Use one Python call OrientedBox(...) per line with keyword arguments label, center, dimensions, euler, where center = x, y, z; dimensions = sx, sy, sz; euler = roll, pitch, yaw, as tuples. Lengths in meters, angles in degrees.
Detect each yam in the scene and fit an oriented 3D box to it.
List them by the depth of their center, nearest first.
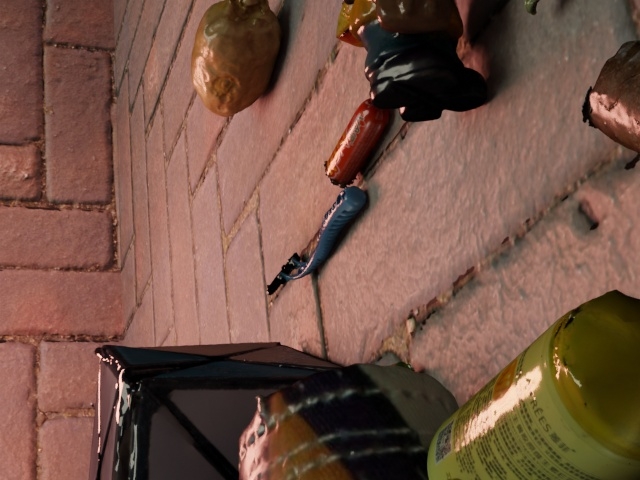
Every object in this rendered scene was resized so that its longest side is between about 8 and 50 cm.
OrientedBox(label="yam", center=(0.237, -0.080, 0.600), dimensions=(0.141, 0.079, 0.079), euler=(-129, 46, -58))

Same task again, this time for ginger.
OrientedBox(label="ginger", center=(-0.144, -0.299, 1.546), dimensions=(0.267, 0.138, 0.152), euler=(127, 146, -63))

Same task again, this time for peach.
OrientedBox(label="peach", center=(0.061, -0.270, 1.110), dimensions=(0.098, 0.061, 0.098), euler=(-47, 26, 32))

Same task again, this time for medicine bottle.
OrientedBox(label="medicine bottle", center=(0.175, 0.133, 0.678), dimensions=(0.239, 0.124, 0.124), euler=(122, 145, -50))

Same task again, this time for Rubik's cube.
OrientedBox(label="Rubik's cube", center=(-0.130, 0.291, 1.197), dimensions=(0.305, 0.307, 0.310), euler=(175, 98, -71))

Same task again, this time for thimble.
OrientedBox(label="thimble", center=(0.034, 0.235, 0.882), dimensions=(0.150, 0.237, 0.237), euler=(-102, 25, -43))

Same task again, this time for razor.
OrientedBox(label="razor", center=(0.000, 0.000, 1.260), dimensions=(0.082, 0.042, 0.253), euler=(-51, -1, -36))

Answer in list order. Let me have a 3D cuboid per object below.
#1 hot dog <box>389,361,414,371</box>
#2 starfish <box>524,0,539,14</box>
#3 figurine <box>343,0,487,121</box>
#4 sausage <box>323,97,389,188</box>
OrientedBox(label="hot dog", center=(0.064, 0.211, 1.037), dimensions=(0.072, 0.055, 0.188), euler=(-118, 38, -51))
OrientedBox(label="starfish", center=(0.198, -0.294, 0.752), dimensions=(0.208, 0.053, 0.176), euler=(148, 109, -67))
OrientedBox(label="figurine", center=(0.066, -0.287, 0.934), dimensions=(0.204, 0.185, 0.332), euler=(2, 84, 34))
OrientedBox(label="sausage", center=(0.048, -0.125, 1.143), dimensions=(0.050, 0.048, 0.145), euler=(-54, -2, -40))
